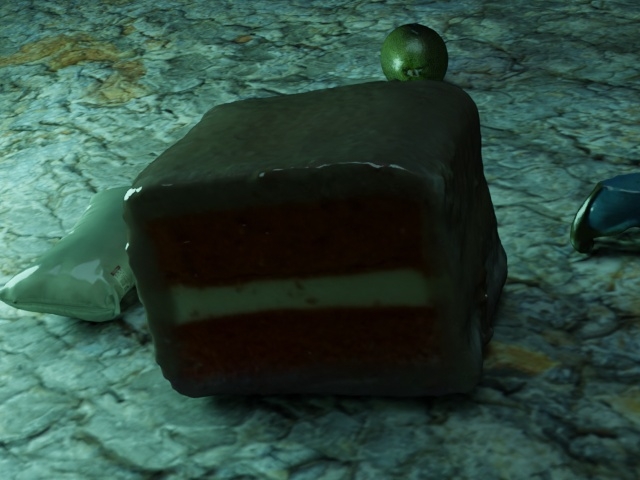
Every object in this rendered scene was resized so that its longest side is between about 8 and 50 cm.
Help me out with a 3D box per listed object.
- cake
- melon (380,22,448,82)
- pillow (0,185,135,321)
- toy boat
[{"bbox_3d":[0.000,0.000,0.997,0.309,0.237,0.230,-5,25,16],"label":"cake"},{"bbox_3d":[0.137,-0.267,1.601,0.099,0.099,0.162,-7,24,6],"label":"melon"},{"bbox_3d":[-0.243,0.005,1.230,0.144,0.078,0.254,0,30,18],"label":"pillow"},{"bbox_3d":[0.346,-0.025,1.113,0.186,0.077,0.075,-3,26,-6],"label":"toy boat"}]
